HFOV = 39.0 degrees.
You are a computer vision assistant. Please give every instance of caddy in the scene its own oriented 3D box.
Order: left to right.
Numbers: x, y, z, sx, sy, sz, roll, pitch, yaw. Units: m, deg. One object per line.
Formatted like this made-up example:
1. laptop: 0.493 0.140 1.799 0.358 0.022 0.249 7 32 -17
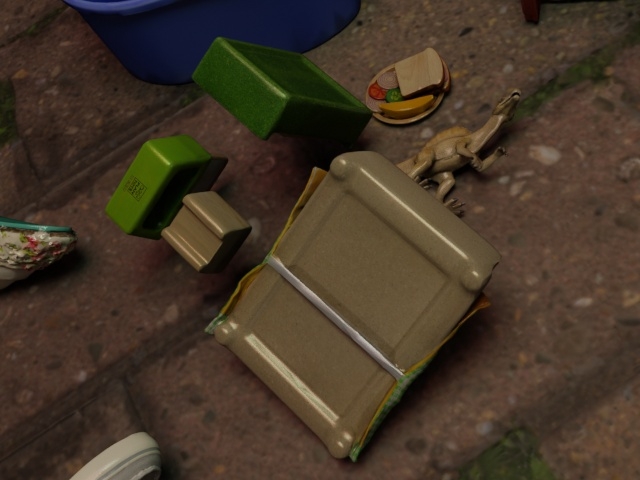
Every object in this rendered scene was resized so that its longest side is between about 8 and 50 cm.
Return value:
1. caddy: -0.114 -0.314 0.935 0.341 0.179 0.241 -12 57 12

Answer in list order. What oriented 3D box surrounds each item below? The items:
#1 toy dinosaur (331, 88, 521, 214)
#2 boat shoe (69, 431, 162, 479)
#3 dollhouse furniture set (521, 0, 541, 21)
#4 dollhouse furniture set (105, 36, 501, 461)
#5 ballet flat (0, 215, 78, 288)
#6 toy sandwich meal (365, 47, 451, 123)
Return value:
1. toy dinosaur: 0.100 -0.067 0.794 0.183 0.053 0.092 -22 36 20
2. boat shoe: -0.183 0.253 0.675 0.081 0.079 0.227 35 80 23
3. dollhouse furniture set: 0.251 -0.349 0.713 0.201 0.374 0.152 2 65 18
4. dollhouse furniture set: 0.000 0.000 0.755 0.301 0.151 0.197 42 110 19
5. ballet flat: -0.335 0.008 0.884 0.241 0.091 0.077 9 93 28
6. toy sandwich meal: 0.081 -0.146 0.852 0.085 0.029 0.085 -9 57 14
